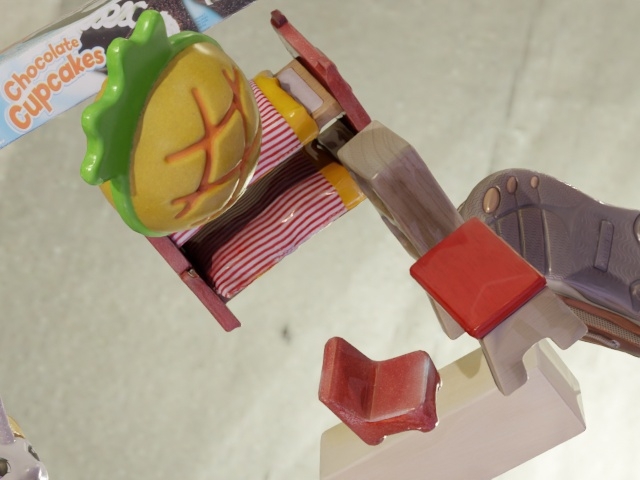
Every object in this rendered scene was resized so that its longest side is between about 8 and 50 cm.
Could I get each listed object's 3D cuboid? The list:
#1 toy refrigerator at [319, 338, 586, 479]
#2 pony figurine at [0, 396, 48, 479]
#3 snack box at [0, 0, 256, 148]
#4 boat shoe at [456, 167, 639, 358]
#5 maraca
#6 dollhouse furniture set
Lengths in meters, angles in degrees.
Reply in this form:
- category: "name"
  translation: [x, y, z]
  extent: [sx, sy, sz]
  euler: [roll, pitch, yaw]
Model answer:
- category: "toy refrigerator"
  translation: [0.137, 0.200, 2.059]
  extent: [0.102, 0.269, 0.094]
  euler: [50, 21, -26]
- category: "pony figurine"
  translation: [-0.234, 0.350, 1.889]
  extent: [0.303, 0.363, 0.351]
  euler: [-22, 127, -32]
- category: "snack box"
  translation: [-0.186, -0.151, 1.538]
  extent: [0.322, 0.187, 0.060]
  euler: [-32, 102, -19]
- category: "boat shoe"
  translation: [0.256, 0.037, 1.703]
  extent: [0.116, 0.324, 0.123]
  euler: [-42, -156, 60]
- category: "maraca"
  translation: [-0.094, -0.068, 1.164]
  extent: [0.185, 0.099, 0.127]
  euler: [36, 71, -68]
- category: "dollhouse furniture set"
  translation: [0.000, 0.000, 1.455]
  extent: [0.201, 0.374, 0.152]
  euler: [-40, 127, -3]
